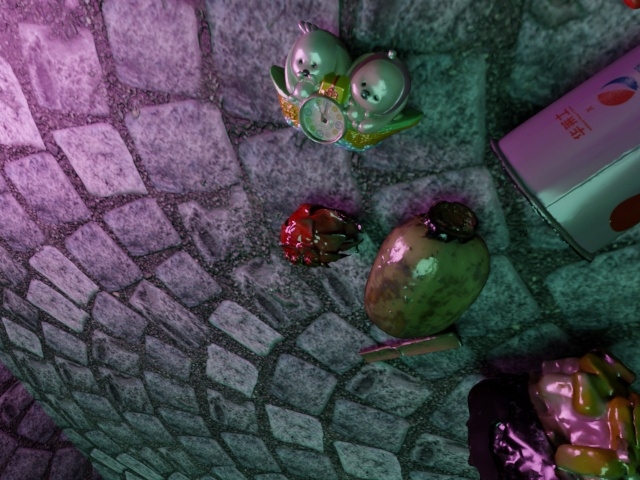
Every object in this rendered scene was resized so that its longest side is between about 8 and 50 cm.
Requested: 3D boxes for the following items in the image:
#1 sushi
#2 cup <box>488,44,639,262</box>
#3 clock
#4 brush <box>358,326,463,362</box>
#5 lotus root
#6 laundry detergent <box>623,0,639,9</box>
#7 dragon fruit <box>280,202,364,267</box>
[{"bbox_3d":[0.442,0.369,0.696,0.285,0.328,0.328,-36,104,26],"label":"sushi"},{"bbox_3d":[0.371,-0.132,0.457,0.203,0.203,0.288,42,122,-10],"label":"cup"},{"bbox_3d":[0.033,-0.210,0.581,0.231,0.103,0.144,22,138,8],"label":"clock"},{"bbox_3d":[0.183,0.223,0.877,0.248,0.036,0.043,-28,106,42],"label":"brush"},{"bbox_3d":[0.168,0.077,0.708,0.173,0.173,0.309,22,137,7],"label":"lotus root"},{"bbox_3d":[0.369,-0.318,0.400,0.097,0.049,0.165,39,128,-17],"label":"laundry detergent"},{"bbox_3d":[-0.002,-0.006,0.732,0.142,0.130,0.121,-15,116,-15],"label":"dragon fruit"}]
